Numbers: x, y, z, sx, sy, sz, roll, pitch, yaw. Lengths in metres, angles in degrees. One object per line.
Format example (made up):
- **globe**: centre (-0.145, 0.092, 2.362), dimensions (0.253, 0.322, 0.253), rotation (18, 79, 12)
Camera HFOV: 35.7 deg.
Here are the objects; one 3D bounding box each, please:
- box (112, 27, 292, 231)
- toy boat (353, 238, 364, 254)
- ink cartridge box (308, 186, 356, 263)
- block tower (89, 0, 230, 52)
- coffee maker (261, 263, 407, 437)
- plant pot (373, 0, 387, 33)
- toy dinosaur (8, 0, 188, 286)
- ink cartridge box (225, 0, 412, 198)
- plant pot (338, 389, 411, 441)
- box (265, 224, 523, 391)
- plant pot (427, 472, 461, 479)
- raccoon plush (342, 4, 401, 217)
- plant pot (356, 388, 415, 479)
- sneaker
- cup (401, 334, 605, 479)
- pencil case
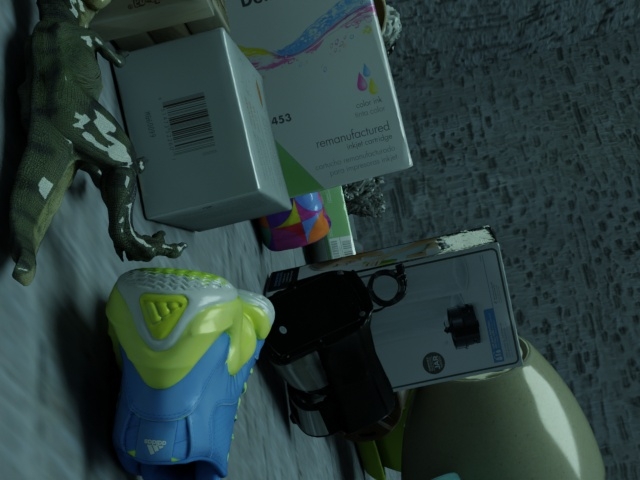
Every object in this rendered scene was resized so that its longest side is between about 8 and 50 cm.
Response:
- **box**: centre (-0.091, -0.082, 0.816), dimensions (0.170, 0.091, 0.130), rotation (31, 45, -83)
- **toy boat**: centre (0.099, 0.093, 2.003), dimensions (0.151, 0.151, 0.231), rotation (24, 51, -63)
- **ink cartridge box**: centre (0.000, 0.000, 1.862), dimensions (0.235, 0.056, 0.171), rotation (148, -69, -70)
- **block tower**: centre (-0.149, -0.305, 0.781), dimensions (0.097, 0.091, 0.335), rotation (59, 19, -72)
- **coffee maker**: centre (0.028, 0.129, 1.109), dimensions (0.178, 0.171, 0.120), rotation (69, 18, -48)
- **plant pot**: centre (-0.013, -0.332, 1.779), dimensions (0.254, 0.237, 0.237), rotation (97, -16, -63)
- **toy dinosaur**: centre (-0.127, -0.049, 0.540), dimensions (0.118, 0.064, 0.268), rotation (59, 18, -46)
- **ink cartridge box**: centre (-0.046, -0.224, 1.038), dimensions (0.119, 0.207, 0.353), rotation (-70, 145, -83)
- **plant pot**: centre (0.068, 0.212, 1.502), dimensions (0.165, 0.167, 0.166), rotation (-65, 142, -69)
- **box**: centre (0.091, 0.098, 1.242), dimensions (0.087, 0.290, 0.169), rotation (-80, 158, -74)
- **plant pot**: centre (0.172, 0.478, 1.396), dimensions (0.255, 0.272, 0.271), rotation (64, 0, 21)
- **raccoon plush**: centre (0.056, -0.223, 1.974), dimensions (0.446, 0.216, 0.299), rotation (103, -22, -72)
- **plant pot**: centre (0.159, 0.312, 1.898), dimensions (0.228, 0.207, 0.227), rotation (-93, 168, -62)
- **sneaker**: centre (-0.085, 0.087, 0.607), dimensions (0.240, 0.091, 0.126), rotation (53, 43, -81)
- **cup**: centre (0.273, 0.287, 1.597), dimensions (0.331, 0.331, 0.236), rotation (-89, 167, -70)
- **pencil case**: centre (-0.057, -0.105, 1.245), dimensions (0.104, 0.105, 0.236), rotation (-92, 169, -66)
